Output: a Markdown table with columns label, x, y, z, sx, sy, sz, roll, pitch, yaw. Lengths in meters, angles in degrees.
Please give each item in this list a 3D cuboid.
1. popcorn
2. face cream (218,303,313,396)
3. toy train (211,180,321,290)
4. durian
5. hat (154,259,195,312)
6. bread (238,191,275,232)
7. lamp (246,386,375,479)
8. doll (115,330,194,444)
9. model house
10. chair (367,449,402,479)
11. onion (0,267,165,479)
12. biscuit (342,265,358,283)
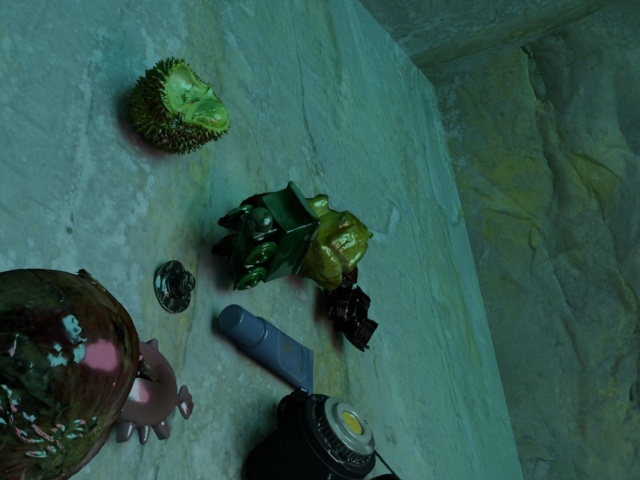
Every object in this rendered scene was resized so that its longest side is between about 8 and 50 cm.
| label | x | y | z | sx | sy | sz | roll | pitch | yaw |
| --- | --- | --- | --- | --- | --- | --- | --- | --- | --- |
| popcorn | -0.001 | -0.007 | 1.912 | 0.276 | 0.276 | 0.225 | 47 | 69 | -37 |
| face cream | -0.112 | 0.264 | 1.662 | 0.385 | 0.086 | 0.136 | 45 | 36 | -47 |
| toy train | -0.135 | 0.001 | 1.595 | 0.202 | 0.266 | 0.145 | -21 | 65 | -29 |
| durian | -0.329 | -0.295 | 1.540 | 0.237 | 0.176 | 0.200 | 17 | 47 | -64 |
| hat | -0.301 | 0.097 | 1.459 | 0.121 | 0.050 | 0.121 | 37 | 44 | -47 |
| bread | -0.138 | -0.055 | 1.751 | 0.160 | 0.160 | 0.073 | 34 | 36 | -48 |
| lamp | -0.014 | 0.477 | 1.468 | 0.205 | 0.272 | 0.374 | 33 | 41 | -28 |
| doll | -0.330 | 0.266 | 1.245 | 0.262 | 0.093 | 0.211 | 34 | 40 | -48 |
| model house | 0.075 | 0.219 | 1.988 | 0.203 | 0.141 | 0.164 | 45 | 48 | -36 |
| chair | 0.145 | 0.666 | 1.759 | 0.247 | 0.158 | 0.172 | 50 | 15 | -37 |
| onion | -0.397 | 0.196 | 0.905 | 0.353 | 0.353 | 0.354 | 40 | 39 | -44 |
| biscuit | 0.076 | 0.079 | 2.144 | 0.151 | 0.063 | 0.235 | 59 | 19 | -56 |
